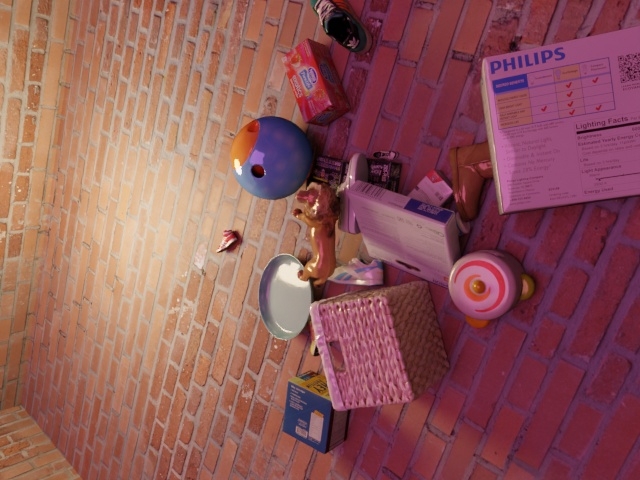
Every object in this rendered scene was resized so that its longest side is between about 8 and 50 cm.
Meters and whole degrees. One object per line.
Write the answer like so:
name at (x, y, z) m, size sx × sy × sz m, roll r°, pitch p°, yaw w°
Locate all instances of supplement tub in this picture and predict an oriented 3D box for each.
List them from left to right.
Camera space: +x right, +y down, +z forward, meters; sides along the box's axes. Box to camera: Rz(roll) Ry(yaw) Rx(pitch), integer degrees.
supplement tub at (0.385, -0.039, 1.549) m, size 0.107 × 0.071 × 0.071 m, roll -25°, pitch 79°, yaw 35°

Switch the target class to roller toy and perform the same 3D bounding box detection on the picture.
roller toy at (0.465, 0.124, 1.457) m, size 0.209 × 0.146 × 0.191 m, roll -45°, pitch 68°, yaw 31°

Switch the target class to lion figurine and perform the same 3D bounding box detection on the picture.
lion figurine at (0.000, 0.000, 1.664) m, size 0.240 × 0.142 × 0.392 m, roll -155°, pitch 52°, yaw -65°

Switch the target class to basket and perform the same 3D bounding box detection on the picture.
basket at (0.184, 0.304, 1.567) m, size 0.266 × 0.331 × 0.328 m, roll -17°, pitch 84°, yaw 34°

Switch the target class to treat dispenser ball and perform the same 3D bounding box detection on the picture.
treat dispenser ball at (-0.169, -0.286, 1.802) m, size 0.288 × 0.288 × 0.288 m, roll 3°, pitch 96°, yaw 36°

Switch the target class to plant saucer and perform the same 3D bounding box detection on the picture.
plant saucer at (-0.124, 0.208, 1.924) m, size 0.317 × 0.043 × 0.318 m, roll -4°, pitch 84°, yaw 47°

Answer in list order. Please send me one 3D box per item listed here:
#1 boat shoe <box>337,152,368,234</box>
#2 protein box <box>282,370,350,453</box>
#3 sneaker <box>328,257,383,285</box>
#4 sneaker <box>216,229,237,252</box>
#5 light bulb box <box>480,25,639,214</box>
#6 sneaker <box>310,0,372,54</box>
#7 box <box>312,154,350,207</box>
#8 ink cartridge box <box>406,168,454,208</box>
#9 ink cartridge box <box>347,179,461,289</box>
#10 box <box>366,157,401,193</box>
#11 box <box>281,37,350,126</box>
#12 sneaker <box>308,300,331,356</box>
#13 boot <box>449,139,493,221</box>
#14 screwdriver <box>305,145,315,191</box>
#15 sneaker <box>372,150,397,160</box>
boat shoe at (0.092, -0.150, 1.641) m, size 0.084 × 0.095 × 0.258 m, roll 10°, pitch 99°, yaw 31°
protein box at (-0.012, 0.608, 1.852) m, size 0.200 × 0.136 × 0.201 m, roll 14°, pitch 102°, yaw 35°
sneaker at (0.112, 0.106, 1.758) m, size 0.228 × 0.087 × 0.092 m, roll 0°, pitch 85°, yaw 33°
sneaker at (-0.398, 0.001, 2.142) m, size 0.118 × 0.042 × 0.067 m, roll -34°, pitch 78°, yaw 25°
light bulb box at (0.584, -0.262, 1.228) m, size 0.358 × 0.225 × 0.361 m, roll -7°, pitch 89°, yaw 15°
sneaker at (0.047, -0.740, 1.706) m, size 0.108 × 0.121 × 0.302 m, roll -49°, pitch 66°, yaw 28°
box at (0.030, -0.190, 1.768) m, size 0.190 × 0.045 × 0.184 m, roll 27°, pitch 113°, yaw 58°
ink cartridge box at (0.339, -0.136, 1.583) m, size 0.135 × 0.056 × 0.099 m, roll -48°, pitch 66°, yaw 28°
ink cartridge box at (0.261, -0.013, 1.559) m, size 0.324 × 0.330 × 0.071 m, roll 23°, pitch 65°, yaw 32°
box at (0.172, -0.174, 1.689) m, size 0.147 × 0.077 × 0.180 m, roll 14°, pitch 102°, yaw 35°
box at (-0.016, -0.536, 1.768) m, size 0.128 × 0.122 × 0.257 m, roll -25°, pitch 79°, yaw 34°
sneaker at (-0.007, 0.313, 1.869) m, size 0.094 × 0.081 × 0.208 m, roll 17°, pitch 98°, yaw 42°
boot at (0.504, -0.187, 1.440) m, size 0.269 × 0.089 × 0.236 m, roll -10°, pitch 89°, yaw 35°
screwdriver at (-0.029, -0.255, 1.869) m, size 0.025 × 0.024 × 0.170 m, roll 14°, pitch 96°, yaw 5°
sneaker at (0.208, -0.276, 1.679) m, size 0.083 × 0.037 × 0.032 m, roll 1°, pitch 93°, yaw 35°
